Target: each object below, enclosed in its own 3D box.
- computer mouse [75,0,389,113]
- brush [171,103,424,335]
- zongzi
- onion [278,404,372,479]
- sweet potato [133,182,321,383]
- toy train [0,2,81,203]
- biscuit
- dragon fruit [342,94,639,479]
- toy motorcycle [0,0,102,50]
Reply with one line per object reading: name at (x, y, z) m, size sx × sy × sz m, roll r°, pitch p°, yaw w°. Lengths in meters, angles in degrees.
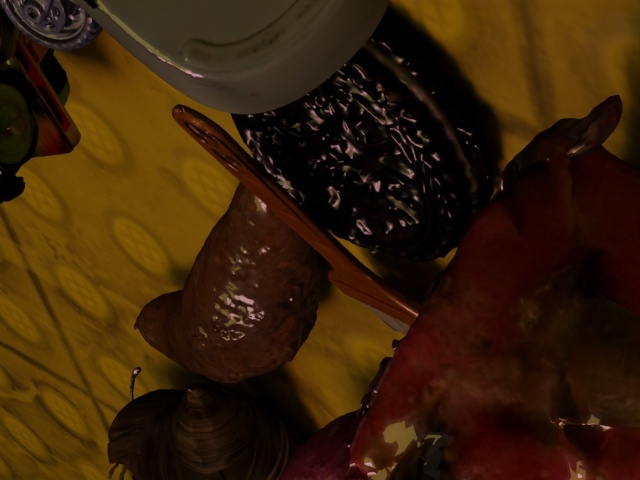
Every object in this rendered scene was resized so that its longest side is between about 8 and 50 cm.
computer mouse at (-0.085, -0.197, 1.006) m, size 0.288 × 0.159 × 0.097 m, roll 48°, pitch -171°, yaw -5°
brush at (0.000, 0.000, 1.210) m, size 0.090 × 0.017 × 0.314 m, roll 23°, pitch 166°, yaw 42°
zongzi at (-0.121, 0.144, 1.599) m, size 0.247 × 0.111 × 0.241 m, roll 22°, pitch 154°, yaw 42°
onion at (0.062, 0.210, 1.375) m, size 0.201 × 0.200 × 0.207 m, roll 60°, pitch -171°, yaw -31°
sweet potato at (-0.058, 0.045, 1.392) m, size 0.114 × 0.092 × 0.341 m, roll 58°, pitch 156°, yaw 8°
toy train at (-0.257, -0.166, 1.288) m, size 0.100 × 0.160 × 0.296 m, roll -5°, pitch 129°, yaw 31°
biscuit at (0.019, -0.067, 1.150) m, size 0.194 × 0.053 × 0.194 m, roll 34°, pitch 154°, yaw 19°
dragon fruit at (0.173, 0.126, 0.947) m, size 0.263 × 0.296 × 0.314 m, roll 30°, pitch 160°, yaw 21°
toy motorcycle at (-0.155, -0.210, 1.130) m, size 0.135 × 0.092 × 0.254 m, roll 37°, pitch 138°, yaw 1°
